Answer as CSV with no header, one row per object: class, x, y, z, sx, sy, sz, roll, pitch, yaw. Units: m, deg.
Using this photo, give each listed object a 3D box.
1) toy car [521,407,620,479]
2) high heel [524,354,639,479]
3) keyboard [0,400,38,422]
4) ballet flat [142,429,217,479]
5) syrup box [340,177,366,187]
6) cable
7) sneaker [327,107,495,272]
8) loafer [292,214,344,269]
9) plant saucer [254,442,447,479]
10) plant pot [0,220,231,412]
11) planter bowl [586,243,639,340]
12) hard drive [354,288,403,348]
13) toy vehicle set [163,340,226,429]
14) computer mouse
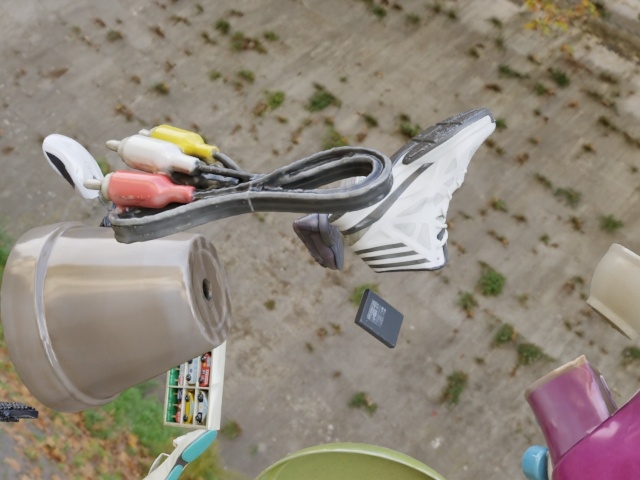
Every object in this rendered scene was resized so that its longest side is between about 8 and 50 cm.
toy car,0.572,0.432,1.419,0.238,0.210,0.219,27,-17,-29
high heel,0.363,0.129,0.592,0.127,0.377,0.181,27,35,-40
keyboard,-0.670,0.351,1.476,0.108,0.023,0.180,15,-3,32
ballet flat,-0.391,0.587,1.941,0.086,0.248,0.086,36,-23,17
syrup box,0.129,-0.171,2.242,0.093,0.096,0.237,12,-4,-10
cable,-0.085,-0.054,0.641,0.287,0.139,0.072,3,-49,27
sneaker,0.257,-0.093,1.642,0.257,0.447,0.169,53,-4,-14
loafer,0.000,0.000,1.865,0.095,0.109,0.302,-4,-22,8
plant saucer,0.043,0.283,0.725,0.241,0.241,0.037,49,29,-19
plant pot,-0.312,0.104,1.198,0.323,0.281,0.323,-12,90,-79
planter bowl,0.520,0.097,1.200,0.162,0.109,0.162,41,7,-6
hard drive,0.146,0.192,1.747,0.135,0.094,0.022,38,-33,-29
toy vehicle set,-0.293,0.302,1.670,0.166,0.266,0.035,-9,-17,40
computer mouse,-0.417,-0.113,1.280,0.042,0.106,0.193,-20,-61,35
